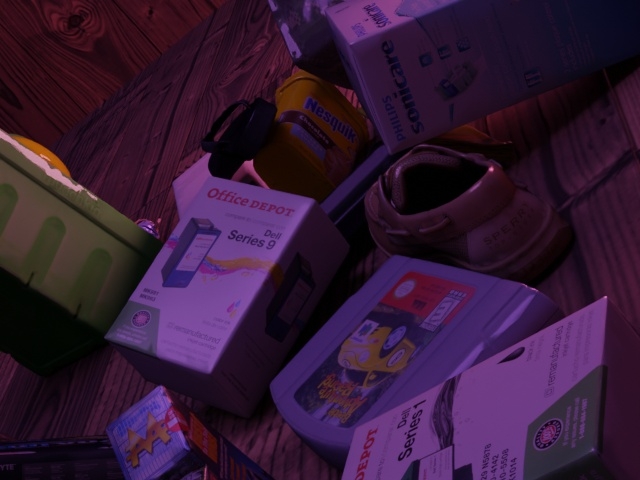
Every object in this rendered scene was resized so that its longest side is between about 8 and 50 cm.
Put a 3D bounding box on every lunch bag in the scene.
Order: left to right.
[{"bbox_3d":[0.104,-0.295,1.741,0.235,0.169,0.287,-33,-25,22],"label":"lunch bag"}]

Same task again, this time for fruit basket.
[{"bbox_3d":[-0.419,-0.040,2.034,0.283,0.392,0.392,-28,23,37],"label":"fruit basket"}]

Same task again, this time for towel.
[{"bbox_3d":[0.117,-0.119,1.539,0.237,0.102,0.021,-135,51,-70],"label":"towel"}]

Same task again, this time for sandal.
[{"bbox_3d":[-0.104,-0.133,1.740,0.097,0.054,0.254,-66,9,-11],"label":"sandal"}]

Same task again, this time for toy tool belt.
[{"bbox_3d":[-0.265,0.003,2.125,0.051,0.052,0.083,-34,19,49],"label":"toy tool belt"}]

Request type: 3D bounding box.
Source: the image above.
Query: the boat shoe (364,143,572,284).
[{"bbox_3d":[0.113,-0.042,1.348,0.121,0.110,0.341,-46,19,-10],"label":"boat shoe"}]

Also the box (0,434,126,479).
[{"bbox_3d":[-0.261,0.222,1.402,0.175,0.220,0.051,-7,83,61],"label":"box"}]

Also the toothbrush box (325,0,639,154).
[{"bbox_3d":[0.169,-0.220,1.481,0.295,0.126,0.216,-21,19,0],"label":"toothbrush box"}]

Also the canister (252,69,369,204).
[{"bbox_3d":[-0.011,-0.114,1.749,0.073,0.126,0.170,-32,23,31],"label":"canister"}]

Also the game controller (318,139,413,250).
[{"bbox_3d":[0.000,0.000,1.595,0.319,0.067,0.166,-44,4,-6],"label":"game controller"}]

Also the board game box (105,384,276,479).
[{"bbox_3d":[-0.072,0.206,1.035,0.060,0.194,0.194,-39,18,10],"label":"board game box"}]

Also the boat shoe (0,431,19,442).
[{"bbox_3d":[-0.407,0.282,1.582,0.116,0.123,0.324,-64,-14,9],"label":"boat shoe"}]

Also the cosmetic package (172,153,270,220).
[{"bbox_3d":[-0.123,-0.054,1.910,0.117,0.085,0.231,-40,21,6],"label":"cosmetic package"}]

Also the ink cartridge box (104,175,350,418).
[{"bbox_3d":[-0.092,0.052,1.463,0.154,0.093,0.212,15,63,38],"label":"ink cartridge box"}]

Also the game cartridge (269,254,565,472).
[{"bbox_3d":[0.064,0.106,1.214,0.196,0.060,0.294,-50,19,-11],"label":"game cartridge"}]

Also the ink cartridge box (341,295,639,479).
[{"bbox_3d":[0.114,0.156,0.926,0.219,0.092,0.160,-32,20,29],"label":"ink cartridge box"}]
